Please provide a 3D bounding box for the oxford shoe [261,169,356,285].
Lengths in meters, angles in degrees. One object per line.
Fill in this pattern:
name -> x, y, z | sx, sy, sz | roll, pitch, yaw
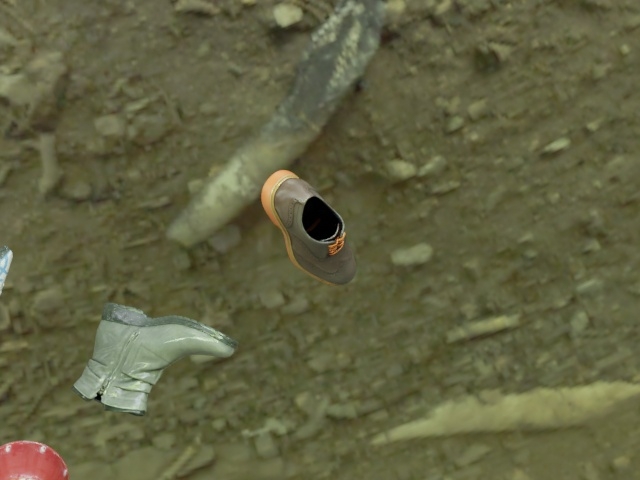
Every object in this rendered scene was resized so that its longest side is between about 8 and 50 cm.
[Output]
oxford shoe -> 0.000, 0.000, 1.842 | 0.097, 0.098, 0.271 | -51, 137, -12

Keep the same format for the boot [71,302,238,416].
boot -> -0.250, 0.195, 1.721 | 0.246, 0.161, 0.083 | 8, 163, 23

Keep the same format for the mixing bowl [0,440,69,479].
mixing bowl -> -0.586, 0.495, 2.228 | 0.181, 0.098, 0.181 | -3, 105, -12

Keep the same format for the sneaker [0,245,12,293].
sneaker -> -0.572, 0.108, 1.896 | 0.085, 0.237, 0.086 | -13, 131, 30
